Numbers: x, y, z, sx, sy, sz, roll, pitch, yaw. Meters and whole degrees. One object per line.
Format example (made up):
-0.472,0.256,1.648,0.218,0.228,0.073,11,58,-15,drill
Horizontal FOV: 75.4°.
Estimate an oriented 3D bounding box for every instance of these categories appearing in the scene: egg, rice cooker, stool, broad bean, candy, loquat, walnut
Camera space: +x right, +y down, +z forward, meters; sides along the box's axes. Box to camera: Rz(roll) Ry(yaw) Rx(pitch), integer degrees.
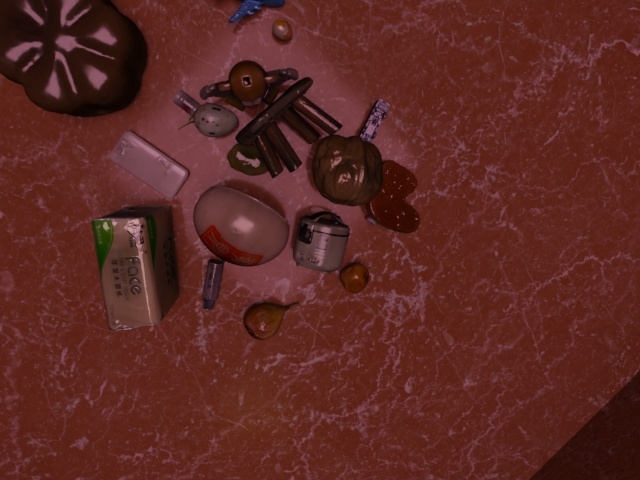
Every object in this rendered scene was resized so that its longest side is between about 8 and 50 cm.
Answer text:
-0.405,-0.469,1.605,0.164,0.131,0.132,-11,103,-18,egg
-0.145,-0.808,1.595,0.083,0.071,0.071,32,96,-16,egg
0.000,0.000,1.709,0.225,0.226,0.244,12,103,-10,rice cooker
-0.124,-0.409,1.542,0.310,0.310,0.226,-44,109,-14,stool
-0.286,-0.327,1.670,0.174,0.082,0.125,17,97,-9,broad bean
-0.533,-0.463,1.643,0.083,0.023,0.025,-31,61,6,candy
0.152,0.166,1.815,0.137,0.113,0.137,-11,115,-25,loquat
0.108,-0.274,1.639,0.281,0.253,0.277,-2,77,4,walnut

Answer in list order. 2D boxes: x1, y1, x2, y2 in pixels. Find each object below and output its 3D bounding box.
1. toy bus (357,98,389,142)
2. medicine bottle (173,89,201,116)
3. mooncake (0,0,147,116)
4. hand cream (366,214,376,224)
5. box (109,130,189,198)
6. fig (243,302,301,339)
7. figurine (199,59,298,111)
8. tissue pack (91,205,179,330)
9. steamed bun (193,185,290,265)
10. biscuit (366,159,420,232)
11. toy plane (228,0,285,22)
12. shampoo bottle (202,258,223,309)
0.214,-0.480,1.706,0.064,0.075,0.191,25,98,-10,toy bus
-0.518,-0.533,1.611,0.091,0.058,0.058,37,95,-13,medicine bottle
-0.863,-0.670,1.438,0.466,0.262,0.468,-2,101,-9,mooncake
0.271,-0.145,1.803,0.076,0.047,0.174,41,85,-12,hand cream
-0.678,-0.299,1.647,0.285,0.044,0.142,35,97,-13,box
-0.202,0.331,1.803,0.257,0.159,0.159,-23,104,-20,fig
-0.261,-0.568,1.522,0.342,0.285,0.167,-35,102,-1,figurine
-0.683,0.086,1.577,0.205,0.332,0.405,-3,103,-5,tissue pack
-0.313,-0.034,1.576,0.374,0.374,0.242,30,76,-12,steamed bun
0.330,-0.182,1.778,0.262,0.052,0.277,20,83,-18,biscuit
-0.266,-0.929,1.544,0.271,0.105,0.254,7,86,-5,toy plane
-0.462,0.189,1.762,0.072,0.072,0.214,11,100,-9,shampoo bottle
